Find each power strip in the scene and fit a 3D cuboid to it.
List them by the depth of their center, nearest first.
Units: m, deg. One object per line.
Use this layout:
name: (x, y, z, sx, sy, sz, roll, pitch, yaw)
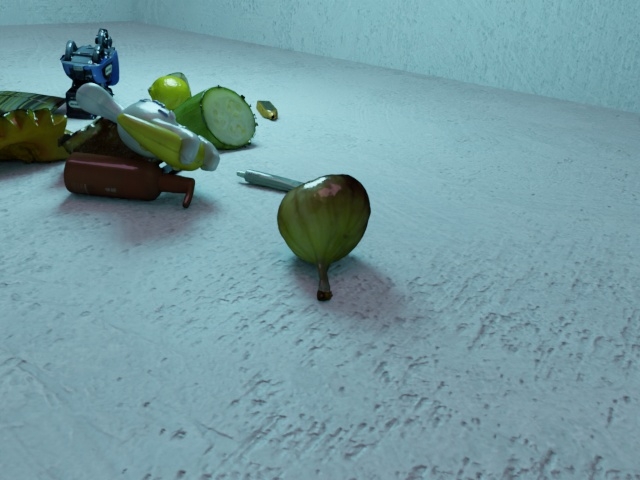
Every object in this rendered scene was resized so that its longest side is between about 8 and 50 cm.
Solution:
power strip: (-0.167, -0.413, 1.961, 0.049, 0.028, 0.178, -1, 26, -17)

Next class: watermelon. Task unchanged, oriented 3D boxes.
watermelon: (-0.469, -0.460, 1.971, 0.135, 0.125, 0.094, -32, 69, -12)

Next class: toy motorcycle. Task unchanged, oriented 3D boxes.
toy motorcycle: (-0.674, -0.497, 1.833, 0.125, 0.212, 0.358, 5, 28, -6)

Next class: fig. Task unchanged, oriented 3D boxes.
fig: (-0.006, -0.016, 0.996, 0.160, 0.143, 0.231, -18, 22, 27)

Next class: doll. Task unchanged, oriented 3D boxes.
doll: (-0.323, -0.214, 1.221, 0.252, 0.111, 0.237, 36, 12, 30)

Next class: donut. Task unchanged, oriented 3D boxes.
donut: (-0.454, -0.203, 1.344, 0.186, 0.144, 0.126, -28, 26, -12)

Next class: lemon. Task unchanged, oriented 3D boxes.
lemon: (-0.454, -0.441, 1.863, 0.133, 0.109, 0.109, 2, 23, -30)

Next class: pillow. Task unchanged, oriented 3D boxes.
pillow: (-0.830, -0.369, 1.685, 0.212, 0.052, 0.208, 4, 28, -2)

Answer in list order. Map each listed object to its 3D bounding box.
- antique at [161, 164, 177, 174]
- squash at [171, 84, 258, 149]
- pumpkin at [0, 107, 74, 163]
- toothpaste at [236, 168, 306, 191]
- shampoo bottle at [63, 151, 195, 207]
antique: (-0.339, -0.152, 1.363, 0.031, 0.015, 0.192, 12, 26, 11)
squash: (-0.316, -0.292, 1.671, 0.260, 0.189, 0.189, -21, 1, 44)
pumpkin: (-0.665, -0.227, 1.321, 0.149, 0.130, 0.254, 22, 30, 31)
toothpaste: (-0.091, -0.126, 1.346, 0.197, 0.029, 0.048, 14, 28, 11)
shampoo bottle: (-0.368, -0.118, 1.206, 0.244, 0.085, 0.085, 8, 24, 0)
